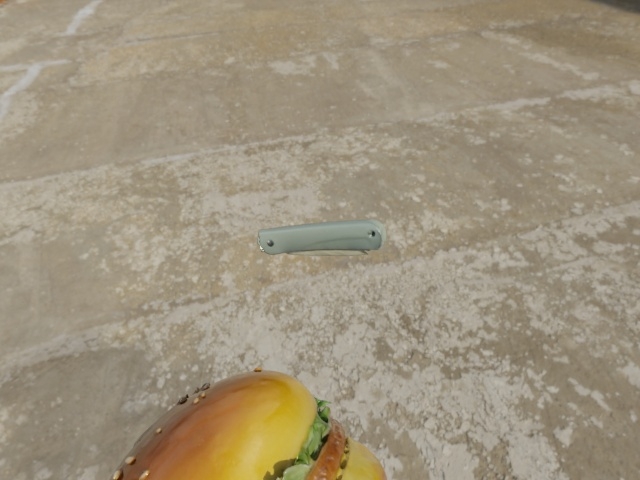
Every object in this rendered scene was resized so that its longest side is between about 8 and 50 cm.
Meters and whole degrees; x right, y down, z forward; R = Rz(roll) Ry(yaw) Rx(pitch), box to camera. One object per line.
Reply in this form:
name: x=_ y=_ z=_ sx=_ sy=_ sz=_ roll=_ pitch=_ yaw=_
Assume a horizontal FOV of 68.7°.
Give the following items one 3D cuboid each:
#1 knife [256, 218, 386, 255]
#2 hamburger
knife: x=0.000 y=0.000 z=0.560 sx=0.162 sy=0.044 sz=0.023 roll=-4 pitch=19 yaw=23
hamburger: x=-0.077 y=0.208 z=0.351 sx=0.170 sy=0.246 sz=0.246 roll=44 pitch=51 yaw=6
